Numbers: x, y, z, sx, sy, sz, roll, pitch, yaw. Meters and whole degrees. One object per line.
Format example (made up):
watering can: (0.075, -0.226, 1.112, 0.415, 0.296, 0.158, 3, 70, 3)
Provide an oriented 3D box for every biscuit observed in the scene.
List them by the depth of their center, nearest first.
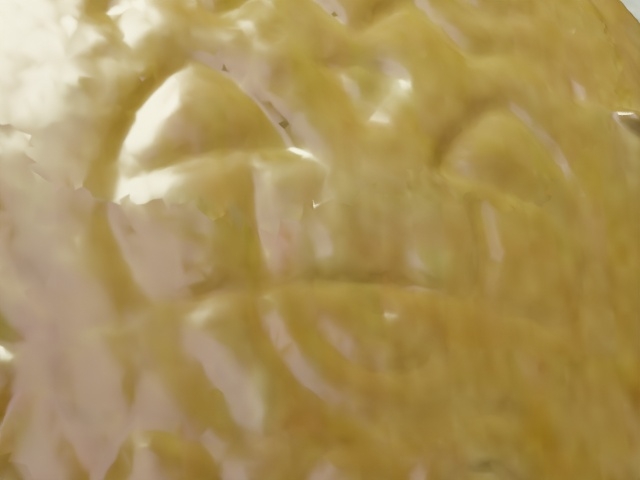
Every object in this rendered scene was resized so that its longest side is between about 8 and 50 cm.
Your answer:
biscuit: (0.001, -0.001, 0.656, 0.385, 0.062, 0.365, 2, 71, -29)
